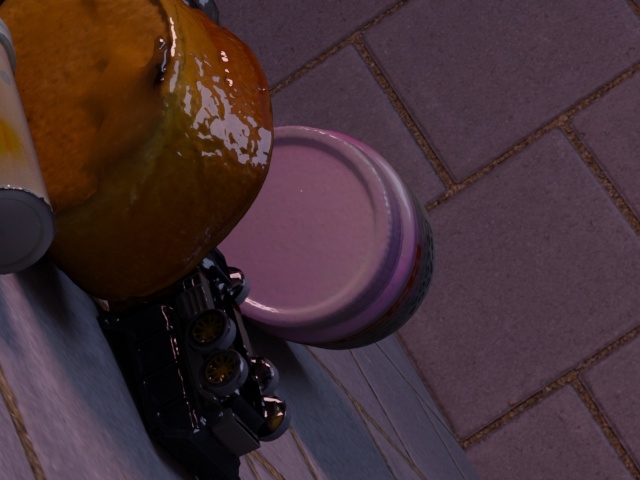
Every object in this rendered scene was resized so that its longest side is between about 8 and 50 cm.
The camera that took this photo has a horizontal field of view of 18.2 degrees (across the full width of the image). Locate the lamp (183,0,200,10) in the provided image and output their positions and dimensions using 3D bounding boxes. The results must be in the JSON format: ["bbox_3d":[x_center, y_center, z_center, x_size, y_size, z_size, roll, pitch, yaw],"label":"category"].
[{"bbox_3d":[-0.230,-0.303,2.092,0.198,0.197,0.244,53,-4,-37],"label":"lamp"}]

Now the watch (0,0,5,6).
[{"bbox_3d":[-0.257,-0.208,1.794,0.193,0.068,0.206,56,2,0],"label":"watch"}]

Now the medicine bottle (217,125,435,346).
[{"bbox_3d":[0.000,0.000,2.066,0.219,0.219,0.388,57,3,8],"label":"medicine bottle"}]

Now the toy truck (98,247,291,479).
[{"bbox_3d":[-0.090,0.077,1.388,0.083,0.092,0.192,51,15,-48],"label":"toy truck"}]

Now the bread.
[{"bbox_3d":[-0.136,-0.079,1.345,0.142,0.195,0.270,39,12,-41],"label":"bread"}]

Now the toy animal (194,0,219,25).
[{"bbox_3d":[-0.167,-0.197,2.225,0.082,0.137,0.270,-90,163,-87],"label":"toy animal"}]

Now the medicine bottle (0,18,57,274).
[{"bbox_3d":[-0.210,-0.064,1.226,0.074,0.074,0.218,53,7,-38],"label":"medicine bottle"}]
